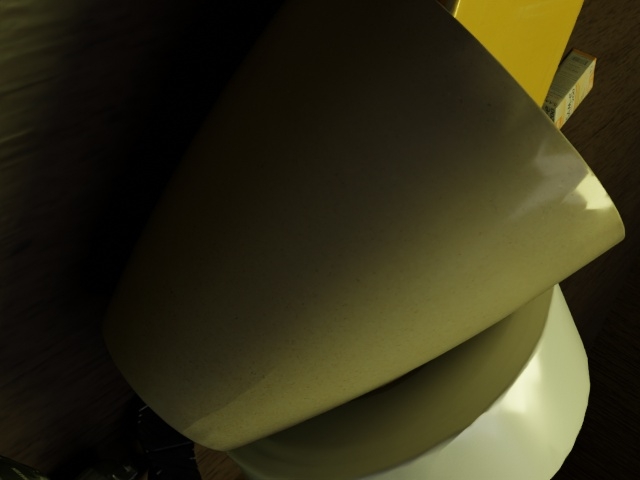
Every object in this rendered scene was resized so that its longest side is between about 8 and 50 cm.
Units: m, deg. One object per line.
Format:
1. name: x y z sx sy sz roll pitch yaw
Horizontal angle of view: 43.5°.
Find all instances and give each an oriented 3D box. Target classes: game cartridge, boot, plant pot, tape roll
1. game cartridge: 0.164 -0.168 0.813 0.324 0.053 0.285 -28 141 -50
2. boot: -0.127 0.185 0.669 0.045 0.121 0.099 -13 165 -21
3. plant pot: 0.000 0.000 0.521 0.274 0.256 0.256 -44 155 6
4. tape roll: 0.055 0.096 0.631 0.286 0.286 0.100 -46 124 -22

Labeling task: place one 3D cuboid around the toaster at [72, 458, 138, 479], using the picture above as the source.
1. toaster: -0.176 0.275 0.612 0.146 0.129 0.227 -39 151 -30

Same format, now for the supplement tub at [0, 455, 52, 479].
1. supplement tub: -0.244 0.166 0.283 0.207 0.207 0.338 -55 154 -5

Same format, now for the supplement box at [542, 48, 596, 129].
1. supplement box: 0.322 -0.196 1.063 0.098 0.036 0.062 -50 152 -15
